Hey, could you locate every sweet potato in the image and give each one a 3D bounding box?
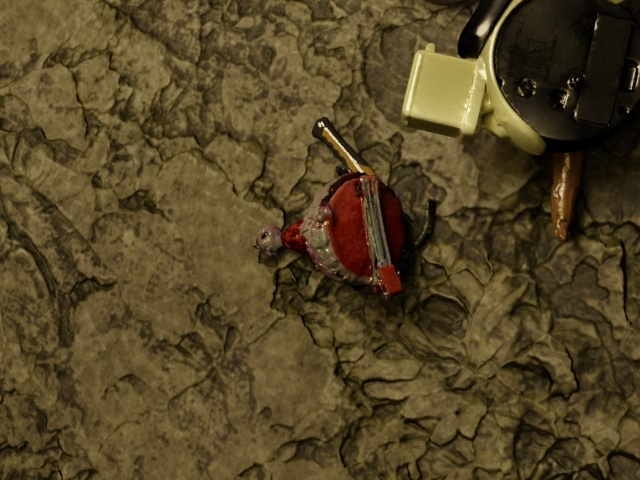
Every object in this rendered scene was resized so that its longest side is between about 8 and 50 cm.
[{"bbox_3d":[0.258,-0.103,1.632,0.050,0.050,0.214,-11,82,27],"label":"sweet potato"}]

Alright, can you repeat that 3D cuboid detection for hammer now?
[{"bbox_3d":[0.060,-0.071,1.749,0.078,0.021,0.201,-46,67,17],"label":"hammer"}]

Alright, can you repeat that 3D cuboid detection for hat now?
[{"bbox_3d":[0.003,0.002,1.727,0.227,0.129,0.140,-10,110,54],"label":"hat"}]

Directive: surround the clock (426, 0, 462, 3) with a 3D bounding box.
[{"bbox_3d":[0.142,-0.349,1.713,0.229,0.063,0.156,33,98,24],"label":"clock"}]

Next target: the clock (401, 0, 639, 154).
[{"bbox_3d":[0.231,-0.280,1.582,0.276,0.120,0.379,10,81,2],"label":"clock"}]
